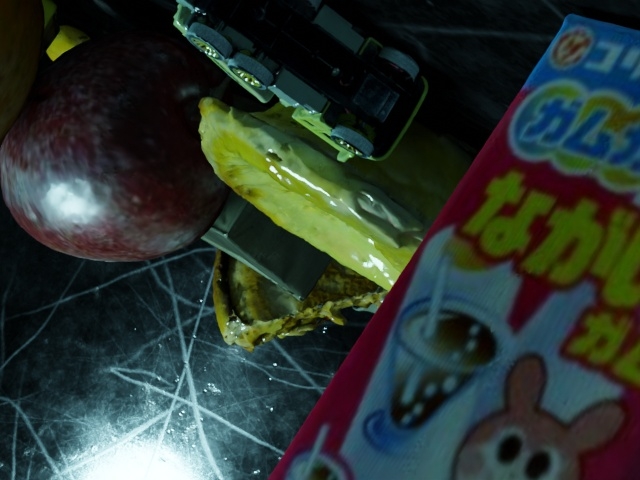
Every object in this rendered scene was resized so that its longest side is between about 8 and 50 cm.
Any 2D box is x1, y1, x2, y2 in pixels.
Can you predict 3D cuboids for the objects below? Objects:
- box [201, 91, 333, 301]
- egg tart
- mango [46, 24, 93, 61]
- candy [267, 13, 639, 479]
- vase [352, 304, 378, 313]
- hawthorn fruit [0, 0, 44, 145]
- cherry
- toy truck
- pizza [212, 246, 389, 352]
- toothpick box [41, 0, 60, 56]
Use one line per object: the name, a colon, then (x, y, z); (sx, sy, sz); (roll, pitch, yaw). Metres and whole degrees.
box: (-0.083, -0.066, 1.357); (0.231, 0.155, 0.149); (30, 172, 46)
egg tart: (0.045, -0.038, 0.986); (0.315, 0.120, 0.315); (33, 174, 4)
mango: (-0.327, -0.251, 1.621); (0.079, 0.057, 0.114); (27, -178, -26)
candy: (0.101, 0.063, 0.511); (0.100, 0.306, 0.157); (40, 172, -40)
vase: (0.183, 0.130, 1.595); (0.321, 0.173, 0.173); (39, 174, -13)
hawthorn fruit: (-0.448, -0.167, 1.072); (0.403, 0.403, 0.403); (32, 175, 3)
cherry: (-0.202, -0.088, 1.216); (0.300, 0.230, 0.203); (-19, 157, 33)
toy truck: (-0.021, -0.122, 0.810); (0.169, 0.077, 0.100); (33, 173, -19)
pizza: (0.000, 0.000, 1.483); (0.074, 0.287, 0.251); (95, 162, -55)
toothpick box: (-0.445, -0.278, 1.424); (0.271, 0.175, 0.175); (31, 176, -15)
